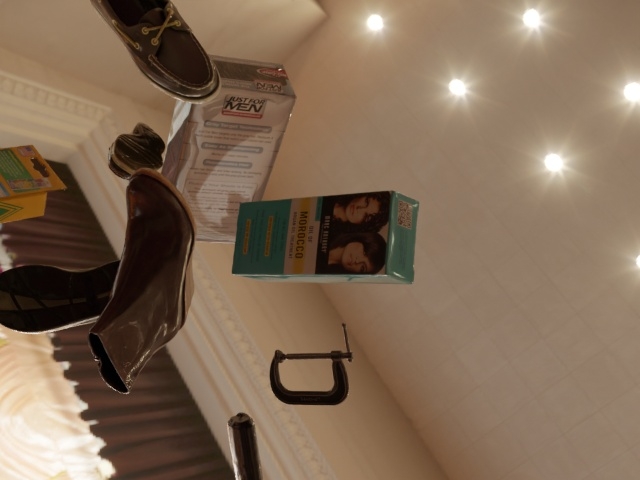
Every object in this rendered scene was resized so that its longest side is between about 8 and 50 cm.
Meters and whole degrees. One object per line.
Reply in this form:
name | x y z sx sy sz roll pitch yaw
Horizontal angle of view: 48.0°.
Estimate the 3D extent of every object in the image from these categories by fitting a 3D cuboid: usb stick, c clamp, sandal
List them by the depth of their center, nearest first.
c clamp | -0.016 0.205 1.168 0.161 0.022 0.137 -10 -79 22
usb stick | -0.117 0.439 1.243 0.077 0.045 0.278 175 -94 -67
sandal | -0.430 0.102 1.275 0.086 0.303 0.120 134 -51 -66

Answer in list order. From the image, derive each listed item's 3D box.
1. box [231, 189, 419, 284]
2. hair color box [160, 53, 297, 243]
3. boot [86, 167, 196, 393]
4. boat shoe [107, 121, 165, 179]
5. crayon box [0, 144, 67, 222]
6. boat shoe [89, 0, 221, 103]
box | 0.000 0.000 0.886 0.244 0.060 0.100 -2 -103 39
hair color box | -0.195 -0.164 1.385 0.113 0.185 0.374 -110 -148 -41
boot | -0.240 0.053 0.955 0.090 0.207 0.248 5 -53 18
boat shoe | -0.301 -0.130 1.152 0.080 0.223 0.073 39 -76 -17
crayon box | -0.826 -0.131 1.770 0.203 0.323 0.083 45 -50 28
boat shoe | -0.278 -0.348 1.173 0.109 0.091 0.305 -41 -100 -16
